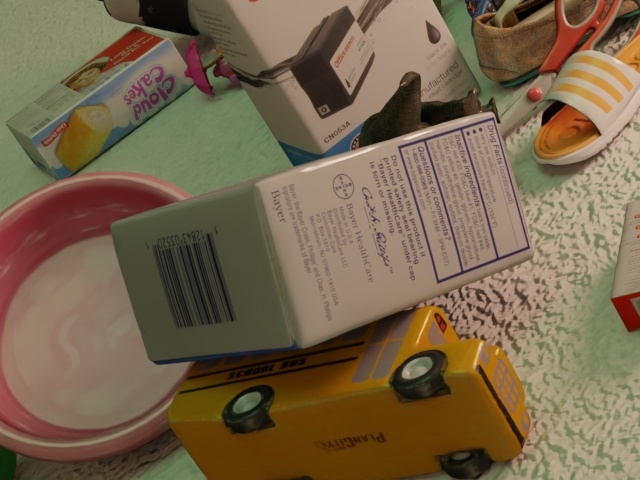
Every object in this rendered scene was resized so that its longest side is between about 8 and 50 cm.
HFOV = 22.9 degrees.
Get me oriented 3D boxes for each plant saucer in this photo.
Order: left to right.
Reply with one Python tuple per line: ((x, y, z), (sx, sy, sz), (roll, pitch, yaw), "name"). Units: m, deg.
((-0.240, 0.086, 1.692), (0.332, 0.084, 0.332), (-6, 63, 11), "plant saucer")

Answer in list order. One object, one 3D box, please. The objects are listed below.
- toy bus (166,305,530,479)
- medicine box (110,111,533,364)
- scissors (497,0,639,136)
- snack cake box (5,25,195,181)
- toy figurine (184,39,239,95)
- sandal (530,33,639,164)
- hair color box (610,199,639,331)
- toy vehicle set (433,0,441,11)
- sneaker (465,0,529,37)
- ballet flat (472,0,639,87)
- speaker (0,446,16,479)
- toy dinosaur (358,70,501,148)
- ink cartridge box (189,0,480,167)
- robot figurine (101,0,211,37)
((0.025, 0.147, 1.414), (0.332, 0.108, 0.130), (-15, 29, 32), "toy bus")
((0.000, 0.000, 1.482), (0.289, 0.149, 0.263), (-18, 3, -35), "medicine box")
((0.260, -0.171, 1.776), (0.297, 0.109, 0.021), (-57, -9, -9), "scissors")
((-0.339, -0.213, 2.429), (0.264, 0.089, 0.152), (-38, 25, -12), "snack cake box")
((-0.124, -0.282, 2.329), (0.173, 0.130, 0.159), (24, 71, 31), "toy figurine")
((0.305, -0.182, 1.701), (0.265, 0.076, 0.102), (-46, 29, -24), "sandal")
((0.305, 0.014, 1.408), (0.072, 0.043, 0.141), (-16, 32, 29), "hair color box")
((0.012, -0.316, 2.131), (0.267, 0.035, 0.166), (3, 15, 24), "toy vehicle set")
((0.224, -0.294, 1.996), (0.087, 0.083, 0.221), (-32, 18, 32), "sneaker")
((0.317, -0.297, 1.847), (0.316, 0.106, 0.107), (-31, 23, 1), "ballet flat")
((-0.485, 0.266, 1.736), (0.296, 0.131, 0.131), (-22, 29, 21), "speaker")
((0.107, -0.100, 1.665), (0.160, 0.121, 0.313), (-15, -4, 16), "toy dinosaur")
((0.014, -0.242, 1.855), (0.223, 0.307, 0.129), (-39, 27, -13), "ink cartridge box")
((-0.236, -0.418, 2.491), (0.278, 0.173, 0.209), (13, 20, 14), "robot figurine")
